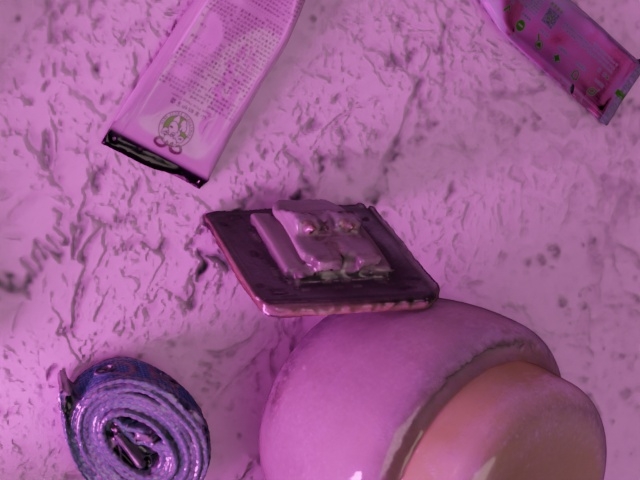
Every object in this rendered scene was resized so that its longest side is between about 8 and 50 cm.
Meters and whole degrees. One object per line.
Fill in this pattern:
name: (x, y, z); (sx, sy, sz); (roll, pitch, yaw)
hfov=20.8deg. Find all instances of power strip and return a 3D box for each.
power strip: (0.000, 0.000, 1.795); (0.198, 0.213, 0.064); (-4, 119, -23)

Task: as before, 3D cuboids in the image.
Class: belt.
belt: (-0.193, 0.202, 1.832); (0.148, 0.082, 0.163); (-13, 110, -9)

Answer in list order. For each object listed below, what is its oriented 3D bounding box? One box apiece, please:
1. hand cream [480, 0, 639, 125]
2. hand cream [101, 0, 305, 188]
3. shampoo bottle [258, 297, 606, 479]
hand cream: (0.258, -0.238, 1.950); (0.079, 0.050, 0.275); (-42, 123, 18)
hand cream: (-0.090, -0.216, 1.798); (0.121, 0.076, 0.336); (29, 96, -21)
shampoo bottle: (0.110, 0.216, 1.814); (0.322, 0.317, 0.322); (-26, 130, -36)
